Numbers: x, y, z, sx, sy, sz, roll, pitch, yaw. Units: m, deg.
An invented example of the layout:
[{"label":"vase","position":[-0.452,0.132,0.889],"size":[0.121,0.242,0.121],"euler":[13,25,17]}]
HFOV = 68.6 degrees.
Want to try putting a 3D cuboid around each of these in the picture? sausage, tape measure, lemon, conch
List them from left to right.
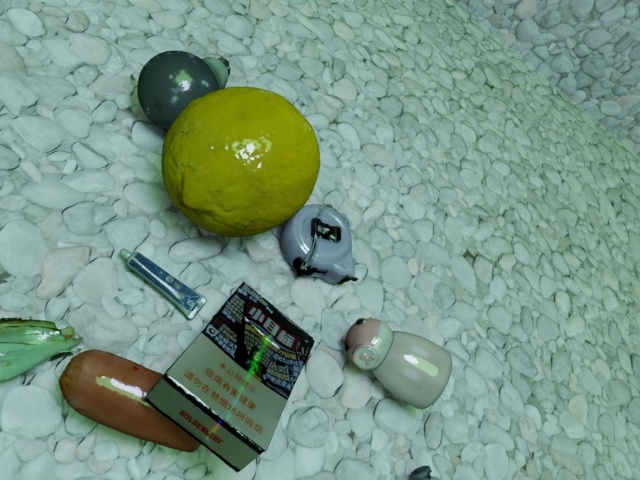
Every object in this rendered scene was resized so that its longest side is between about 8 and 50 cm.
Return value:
[{"label":"conch","position":[-0.493,0.169,0.781],"size":[0.170,0.079,0.105],"euler":[-13,77,-49]},{"label":"sausage","position":[-0.312,0.273,0.801],"size":[0.259,0.113,0.113],"euler":[27,55,-15]},{"label":"lemon","position":[-0.164,-0.166,0.994],"size":[0.336,0.336,0.336],"euler":[13,60,-23]},{"label":"tape measure","position":[-0.003,0.002,1.116],"size":[0.178,0.105,0.196],"euler":[5,64,-26]}]

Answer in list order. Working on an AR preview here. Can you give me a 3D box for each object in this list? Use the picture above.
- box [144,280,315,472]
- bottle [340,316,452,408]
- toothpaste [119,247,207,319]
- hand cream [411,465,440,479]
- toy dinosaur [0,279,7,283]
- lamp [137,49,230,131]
[{"label":"box","position":[-0.144,0.228,0.854],"size":[0.198,0.084,0.310],"euler":[40,26,-4]},{"label":"bottle","position":[0.160,0.260,1.054],"size":[0.236,0.147,0.147],"euler":[30,54,-3]},{"label":"toothpaste","position":[-0.321,0.081,0.943],"size":[0.197,0.035,0.057],"euler":[40,58,-9]},{"label":"hand cream","position":[0.266,0.615,0.980],"size":[0.095,0.059,0.276],"euler":[-18,79,-32]},{"label":"toy dinosaur","position":[-0.627,0.087,0.762],"size":[0.209,0.039,0.082],"euler":[-6,71,-20]},{"label":"lamp","position":[-0.307,-0.355,1.128],"size":[0.182,0.182,0.314],"euler":[42,21,-4]}]
